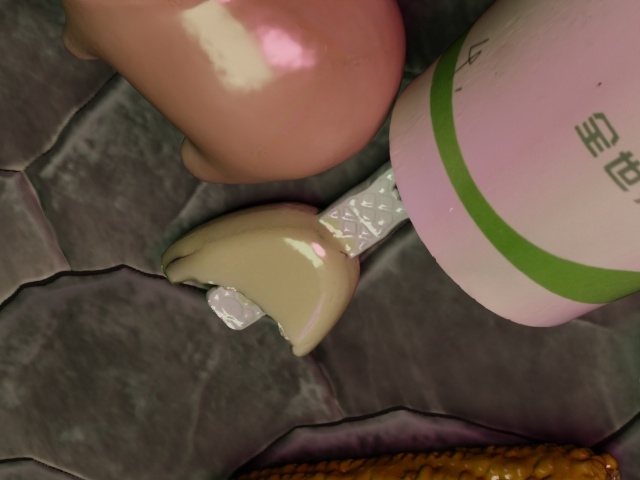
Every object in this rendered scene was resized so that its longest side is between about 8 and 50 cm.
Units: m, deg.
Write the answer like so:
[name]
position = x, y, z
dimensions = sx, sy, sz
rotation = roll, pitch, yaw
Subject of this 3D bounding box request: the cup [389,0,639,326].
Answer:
[cup]
position = 0.196, -0.083, 1.159
dimensions = 0.253, 0.253, 0.274
rotation = 44, 131, -11

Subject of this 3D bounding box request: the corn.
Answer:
[corn]
position = 0.052, 0.217, 1.469
dimensions = 0.363, 0.120, 0.120
rotation = -13, 116, 22

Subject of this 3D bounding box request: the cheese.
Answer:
[cheese]
position = 0.000, 0.000, 1.387
dimensions = 0.235, 0.050, 0.127
rotation = -36, 102, 32

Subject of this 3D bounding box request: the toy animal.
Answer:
[toy animal]
position = -0.070, -0.184, 1.203
dimensions = 0.326, 0.237, 0.269
rotation = 39, 135, -13
